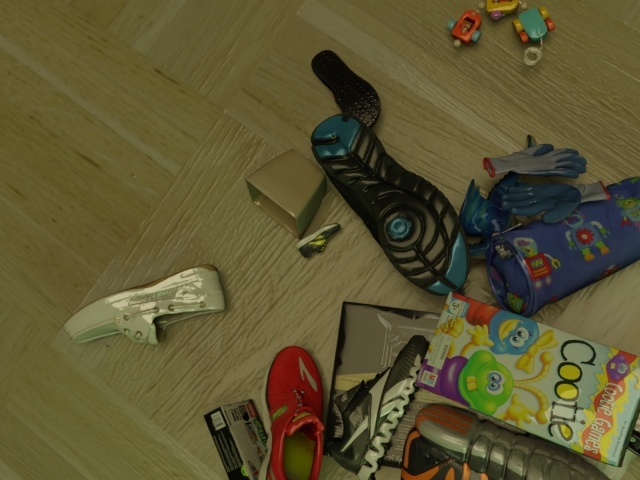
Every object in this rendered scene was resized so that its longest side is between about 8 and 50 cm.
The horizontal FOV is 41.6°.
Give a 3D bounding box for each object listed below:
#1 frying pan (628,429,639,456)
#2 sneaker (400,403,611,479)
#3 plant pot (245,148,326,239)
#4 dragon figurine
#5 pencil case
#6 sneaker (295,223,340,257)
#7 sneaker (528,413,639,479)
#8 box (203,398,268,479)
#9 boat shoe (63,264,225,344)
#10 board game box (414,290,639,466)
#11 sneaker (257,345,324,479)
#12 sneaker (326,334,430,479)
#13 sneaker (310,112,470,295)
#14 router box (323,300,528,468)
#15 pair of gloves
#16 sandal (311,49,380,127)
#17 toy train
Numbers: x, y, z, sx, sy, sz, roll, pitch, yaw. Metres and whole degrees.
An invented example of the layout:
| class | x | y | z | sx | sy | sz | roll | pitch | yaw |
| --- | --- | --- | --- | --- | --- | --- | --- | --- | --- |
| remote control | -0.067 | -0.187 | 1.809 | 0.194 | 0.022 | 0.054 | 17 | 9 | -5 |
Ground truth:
| class | x | y | z | sx | sy | sz | roll | pitch | yaw |
| --- | --- | --- | --- | --- | --- | --- | --- | --- | --- |
| frying pan | 0.550 | 0.328 | 1.101 | 0.326 | 0.053 | 0.197 | 50 | 119 | 7 |
| sneaker | 0.262 | 0.369 | 1.182 | 0.321 | 0.124 | 0.180 | 22 | 109 | 22 |
| plant pot | -0.047 | -0.084 | 1.396 | 0.109 | 0.109 | 0.096 | 39 | 77 | 14 |
| dragon figurine | 0.265 | -0.046 | 1.341 | 0.144 | 0.085 | 0.289 | 9 | 83 | 11 |
| pencil case | 0.380 | 0.002 | 1.243 | 0.306 | 0.119 | 0.133 | -23 | 69 | -19 |
| sneaker | 0.000 | 0.000 | 1.411 | 0.083 | 0.031 | 0.035 | -29 | 90 | 8 |
| sneaker | 0.439 | 0.240 | 1.226 | 0.305 | 0.114 | 0.152 | -43 | 105 | 0 |
| box | -0.105 | 0.356 | 1.320 | 0.036 | 0.114 | 0.207 | -29 | 76 | 16 |
| boat shoe | -0.292 | 0.128 | 1.401 | 0.277 | 0.098 | 0.096 | -21 | 77 | 5 |
| board game box | 0.294 | 0.189 | 1.153 | 0.275 | 0.142 | 0.144 | 19 | 83 | 25 |
| sneaker | -0.028 | 0.278 | 1.281 | 0.107 | 0.118 | 0.279 | 12 | 52 | -17 |
| sneaker | 0.079 | 0.236 | 1.244 | 0.106 | 0.078 | 0.234 | 26 | 89 | 10 |
| sneaker | 0.121 | -0.055 | 1.327 | 0.125 | 0.139 | 0.341 | -36 | 70 | 2 |
| router box | 0.172 | 0.235 | 1.311 | 0.308 | 0.081 | 0.243 | 7 | 82 | 11 |
| pair of gloves | 0.335 | -0.087 | 1.258 | 0.159 | 0.023 | 0.198 | -7 | 36 | -1 |
| sandal | 0.047 | -0.257 | 1.443 | 0.067 | 0.040 | 0.179 | -33 | 62 | -3 |
| toy train | 0.304 | -0.353 | 1.409 | 0.166 | 0.046 | 0.125 | 27 | 87 | 16 |
